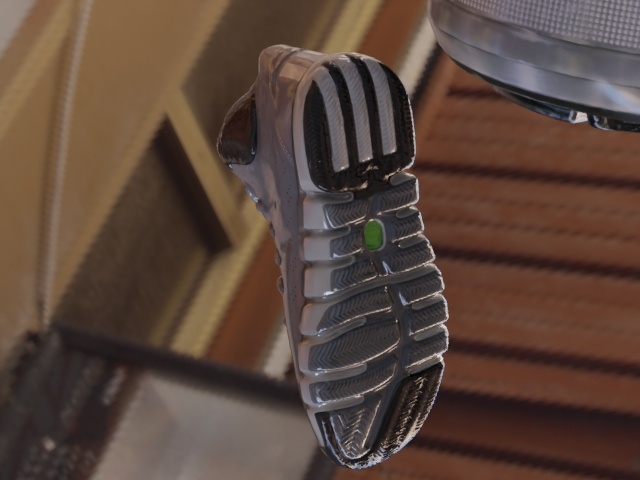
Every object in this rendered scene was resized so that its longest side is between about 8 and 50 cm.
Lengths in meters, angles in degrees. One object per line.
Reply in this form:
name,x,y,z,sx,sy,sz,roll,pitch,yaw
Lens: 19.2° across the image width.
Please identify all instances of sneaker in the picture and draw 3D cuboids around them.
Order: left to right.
sneaker,0.000,0.000,1.017,0.086,0.228,0.132,-13,-158,-27

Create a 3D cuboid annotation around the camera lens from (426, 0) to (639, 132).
camera lens,0.178,-0.202,0.967,0.219,0.274,0.219,8,-161,-3
